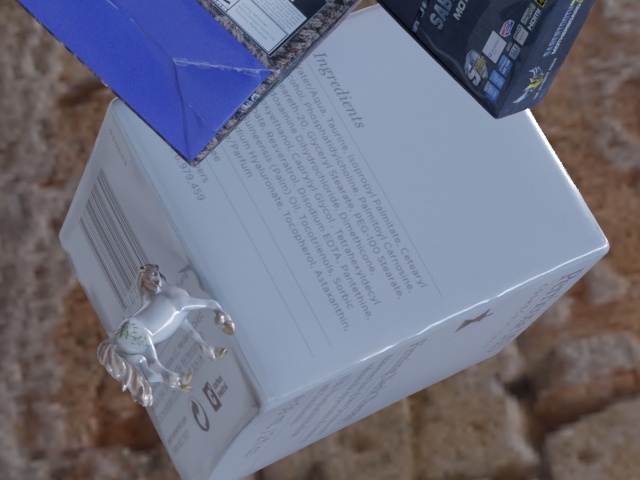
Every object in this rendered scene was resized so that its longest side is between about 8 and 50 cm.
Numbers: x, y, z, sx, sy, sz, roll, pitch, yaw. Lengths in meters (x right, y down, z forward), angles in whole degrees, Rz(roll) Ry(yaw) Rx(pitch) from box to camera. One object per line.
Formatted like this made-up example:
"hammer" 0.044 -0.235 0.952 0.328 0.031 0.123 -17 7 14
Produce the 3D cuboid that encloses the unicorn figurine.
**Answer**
"unicorn figurine" -0.134 0.072 1.481 0.162 0.111 0.060 -37 156 -57

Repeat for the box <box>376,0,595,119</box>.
"box" 0.136 -0.238 1.321 0.183 0.059 0.233 50 -43 24

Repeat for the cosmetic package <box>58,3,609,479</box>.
"cosmetic package" 0.000 0.000 1.734 0.327 0.393 0.329 61 -25 13

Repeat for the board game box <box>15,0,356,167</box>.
"board game box" -0.087 -0.245 1.454 0.232 0.141 0.291 44 43 -3
